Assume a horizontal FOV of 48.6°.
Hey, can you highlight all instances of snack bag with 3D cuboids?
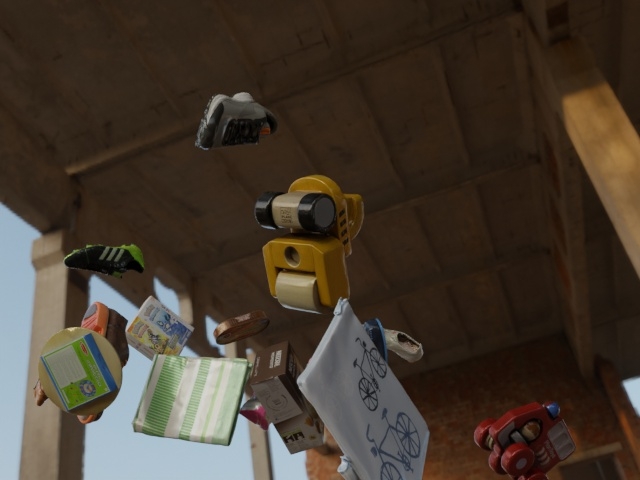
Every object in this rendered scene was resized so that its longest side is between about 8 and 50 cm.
[{"bbox_3d":[0.082,0.304,1.242,0.037,0.323,0.343,-28,-79,24],"label":"snack bag"}]

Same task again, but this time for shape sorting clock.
[{"bbox_3d":[-0.547,0.298,1.617,0.206,0.206,0.040,-22,2,16],"label":"shape sorting clock"}]

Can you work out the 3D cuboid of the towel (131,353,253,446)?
[{"bbox_3d":[-0.362,0.438,1.982,0.324,0.248,0.038,0,-33,23],"label":"towel"}]

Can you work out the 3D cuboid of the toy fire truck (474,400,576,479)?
[{"bbox_3d":[0.628,0.604,2.128,0.254,0.169,0.302,-37,-60,-9],"label":"toy fire truck"}]

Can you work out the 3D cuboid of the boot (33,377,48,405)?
[{"bbox_3d":[-0.758,0.411,1.991,0.073,0.197,0.152,34,-76,-20],"label":"boot"}]

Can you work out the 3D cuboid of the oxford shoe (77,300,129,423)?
[{"bbox_3d":[-0.584,0.336,1.942,0.132,0.364,0.130,29,-51,-35],"label":"oxford shoe"}]

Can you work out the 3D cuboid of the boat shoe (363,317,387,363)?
[{"bbox_3d":[0.111,0.314,1.725,0.089,0.109,0.258,-4,-70,-10],"label":"boat shoe"}]

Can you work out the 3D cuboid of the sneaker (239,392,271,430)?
[{"bbox_3d":[-0.171,0.480,2.066,0.103,0.111,0.252,34,-15,0],"label":"sneaker"}]

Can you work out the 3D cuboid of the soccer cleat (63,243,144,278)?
[{"bbox_3d":[-0.461,0.047,1.530,0.178,0.072,0.060,-5,-31,-43],"label":"soccer cleat"}]

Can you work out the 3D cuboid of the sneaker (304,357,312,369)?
[{"bbox_3d":[0.010,0.335,1.726,0.119,0.047,0.057,43,-46,-2],"label":"sneaker"}]

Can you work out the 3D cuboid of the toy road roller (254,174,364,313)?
[{"bbox_3d":[0.000,0.000,1.786,0.202,0.330,0.240,5,18,41],"label":"toy road roller"}]

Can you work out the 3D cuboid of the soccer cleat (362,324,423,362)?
[{"bbox_3d":[0.178,0.259,1.870,0.196,0.068,0.076,20,-36,13],"label":"soccer cleat"}]

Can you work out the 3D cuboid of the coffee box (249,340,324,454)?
[{"bbox_3d":[-0.079,0.404,1.821,0.098,0.141,0.247,-20,-64,11],"label":"coffee box"}]

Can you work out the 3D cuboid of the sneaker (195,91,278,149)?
[{"bbox_3d":[-0.165,-0.236,1.428,0.108,0.271,0.100,28,-65,8],"label":"sneaker"}]

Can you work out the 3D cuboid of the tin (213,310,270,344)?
[{"bbox_3d":[-0.253,0.279,2.267,0.189,0.040,0.106,-15,-36,-28],"label":"tin"}]

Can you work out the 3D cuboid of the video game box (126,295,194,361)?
[{"bbox_3d":[-0.520,0.297,2.279,0.187,0.205,0.048,37,-61,-10],"label":"video game box"}]
